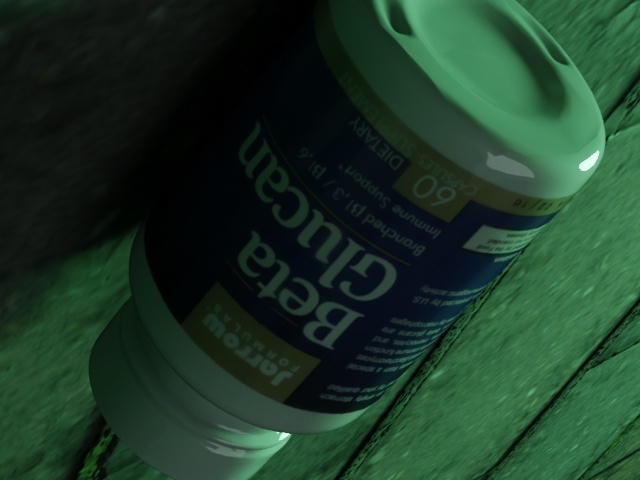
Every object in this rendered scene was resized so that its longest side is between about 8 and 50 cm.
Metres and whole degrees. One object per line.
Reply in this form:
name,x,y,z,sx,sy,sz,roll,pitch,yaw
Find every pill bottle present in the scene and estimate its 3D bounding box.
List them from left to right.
pill bottle,0.000,0.000,0.571,0.094,0.094,0.169,-12,149,-53
